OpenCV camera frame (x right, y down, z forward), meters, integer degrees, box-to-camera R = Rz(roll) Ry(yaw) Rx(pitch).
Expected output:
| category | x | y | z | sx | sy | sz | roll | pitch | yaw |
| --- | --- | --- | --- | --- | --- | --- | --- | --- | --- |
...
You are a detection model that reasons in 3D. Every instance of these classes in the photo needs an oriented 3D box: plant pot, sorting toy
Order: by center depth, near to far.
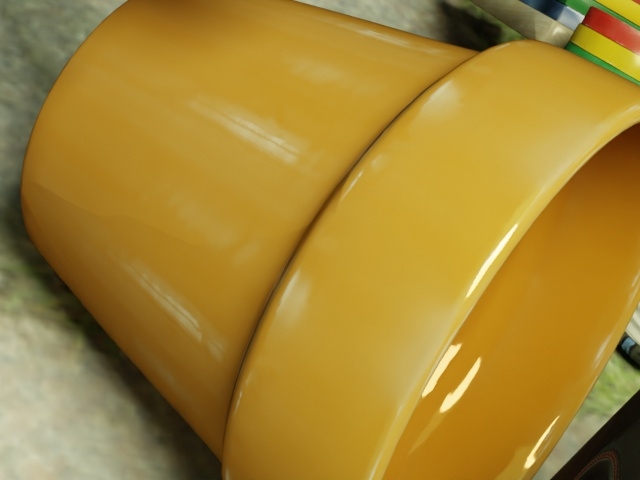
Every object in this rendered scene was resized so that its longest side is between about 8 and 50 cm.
| category | x | y | z | sx | sy | sz | roll | pitch | yaw |
| --- | --- | --- | --- | --- | --- | --- | --- | --- | --- |
| plant pot | 0.000 | 0.000 | 0.535 | 0.188 | 0.205 | 0.205 | 32 | 44 | 24 |
| sorting toy | 0.146 | -0.090 | 0.665 | 0.132 | 0.046 | 0.274 | 27 | 12 | -13 |

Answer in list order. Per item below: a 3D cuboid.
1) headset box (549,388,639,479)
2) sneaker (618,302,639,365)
| category | x | y | z | sx | sy | sz | roll | pitch | yaw |
| --- | --- | --- | --- | --- | --- | --- | --- | --- | --- |
| headset box | 0.089 | 0.158 | 0.415 | 0.110 | 0.218 | 0.293 | 34 | 47 | 3 |
| sneaker | 0.220 | -0.009 | 0.714 | 0.080 | 0.081 | 0.211 | 38 | 45 | 10 |
